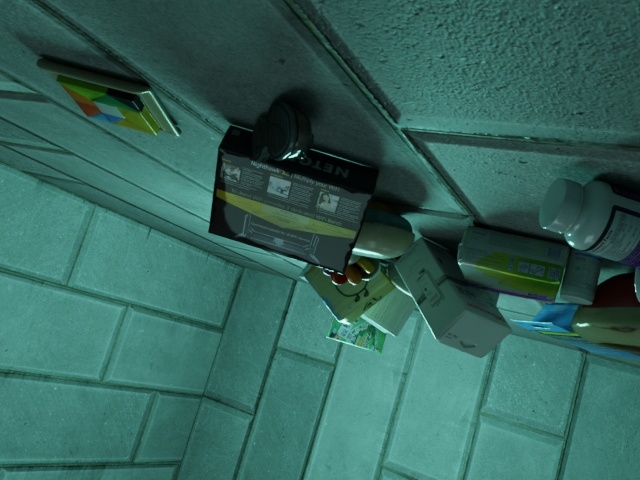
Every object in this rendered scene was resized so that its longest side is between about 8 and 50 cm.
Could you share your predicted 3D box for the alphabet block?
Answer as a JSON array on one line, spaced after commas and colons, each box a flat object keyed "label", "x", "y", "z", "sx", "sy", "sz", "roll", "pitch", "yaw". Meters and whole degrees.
[{"label": "alphabet block", "x": 0.095, "y": 0.128, "z": 2.014, "sx": 0.192, "sy": 0.197, "sz": 0.193, "roll": 51, "pitch": -176, "yaw": 15}]

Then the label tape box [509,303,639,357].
[{"label": "label tape box", "x": 0.818, "y": 0.265, "z": 2.029, "sx": 0.347, "sy": 0.115, "sz": 0.249, "roll": 21, "pitch": 170, "yaw": -11}]

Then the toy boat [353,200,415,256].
[{"label": "toy boat", "x": 0.064, "y": -0.048, "z": 1.499, "sx": 0.318, "sy": 0.148, "sz": 0.267, "roll": 10, "pitch": 177, "yaw": -4}]

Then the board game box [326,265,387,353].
[{"label": "board game box", "x": 0.170, "y": 0.242, "z": 2.413, "sx": 0.213, "sy": 0.318, "sz": 0.046, "roll": 19, "pitch": 173, "yaw": -12}]

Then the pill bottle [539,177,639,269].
[{"label": "pill bottle", "x": 0.435, "y": -0.027, "z": 0.961, "sx": 0.193, "sy": 0.108, "sz": 0.108, "roll": 18, "pitch": 171, "yaw": -4}]

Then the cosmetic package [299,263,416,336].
[{"label": "cosmetic package", "x": 0.128, "y": 0.167, "z": 2.259, "sx": 0.385, "sy": 0.156, "sz": 0.217, "roll": 32, "pitch": 173, "yaw": -2}]

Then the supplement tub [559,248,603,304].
[{"label": "supplement tub", "x": 0.554, "y": 0.076, "z": 1.366, "sx": 0.071, "sy": 0.107, "sz": 0.071, "roll": 16, "pitch": 171, "yaw": 3}]

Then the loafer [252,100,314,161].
[{"label": "loafer", "x": -0.050, "y": -0.178, "z": 1.077, "sx": 0.084, "sy": 0.096, "sz": 0.267, "roll": -1, "pitch": -176, "yaw": -18}]

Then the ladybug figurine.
[{"label": "ladybug figurine", "x": 0.729, "y": 0.157, "z": 1.327, "sx": 0.305, "sy": 0.162, "sz": 0.449, "roll": 16, "pitch": 171, "yaw": -24}]

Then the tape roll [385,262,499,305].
[{"label": "tape roll", "x": 0.412, "y": 0.147, "z": 2.185, "sx": 0.391, "sy": 0.072, "sz": 0.392, "roll": 16, "pitch": 170, "yaw": 3}]

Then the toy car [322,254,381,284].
[{"label": "toy car", "x": 0.067, "y": 0.053, "z": 1.786, "sx": 0.159, "sy": 0.136, "sz": 0.182, "roll": 40, "pitch": -174, "yaw": -45}]

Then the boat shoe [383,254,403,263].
[{"label": "boat shoe", "x": 0.246, "y": 0.044, "z": 1.886, "sx": 0.183, "sy": 0.066, "sz": 0.066, "roll": 12, "pitch": 162, "yaw": 6}]

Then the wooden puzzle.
[{"label": "wooden puzzle", "x": -0.408, "y": -0.269, "z": 1.266, "sx": 0.220, "sy": 0.044, "sz": 0.239, "roll": 16, "pitch": 171, "yaw": 7}]

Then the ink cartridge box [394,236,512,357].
[{"label": "ink cartridge box", "x": 0.346, "y": 0.148, "z": 1.693, "sx": 0.207, "sy": 0.117, "sz": 0.283, "roll": 24, "pitch": -152, "yaw": -36}]

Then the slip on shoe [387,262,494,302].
[{"label": "slip on shoe", "x": 0.352, "y": 0.150, "z": 1.915, "sx": 0.331, "sy": 0.123, "sz": 0.101, "roll": 22, "pitch": 158, "yaw": 19}]

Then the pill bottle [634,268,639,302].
[{"label": "pill bottle", "x": 0.652, "y": 0.070, "z": 1.004, "sx": 0.152, "sy": 0.152, "sz": 0.272, "roll": 25, "pitch": 167, "yaw": -40}]

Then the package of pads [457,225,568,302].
[{"label": "package of pads", "x": 0.443, "y": 0.059, "z": 1.497, "sx": 0.229, "sy": 0.101, "sz": 0.296, "roll": 13, "pitch": 170, "yaw": 19}]

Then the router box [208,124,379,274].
[{"label": "router box", "x": -0.063, "y": -0.076, "z": 1.304, "sx": 0.308, "sy": 0.081, "sz": 0.243, "roll": 17, "pitch": 137, "yaw": -1}]
